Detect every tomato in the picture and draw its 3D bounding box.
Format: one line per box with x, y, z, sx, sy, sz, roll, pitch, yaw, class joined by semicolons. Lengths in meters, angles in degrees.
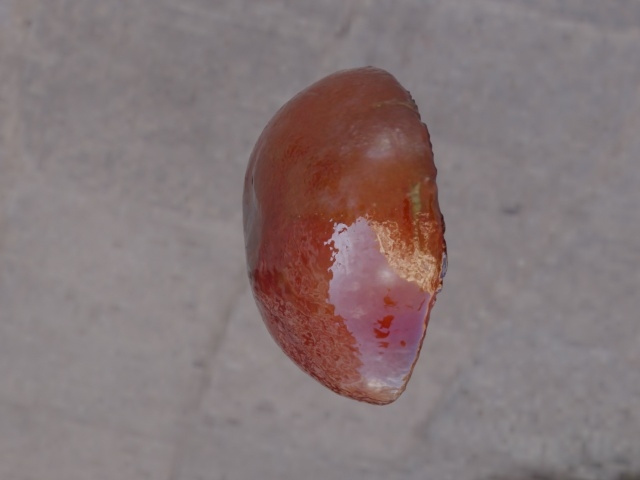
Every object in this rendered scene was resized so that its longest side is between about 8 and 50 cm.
0.000;0.000;0.905;0.069;0.156;0.155;0;153;-15;tomato
